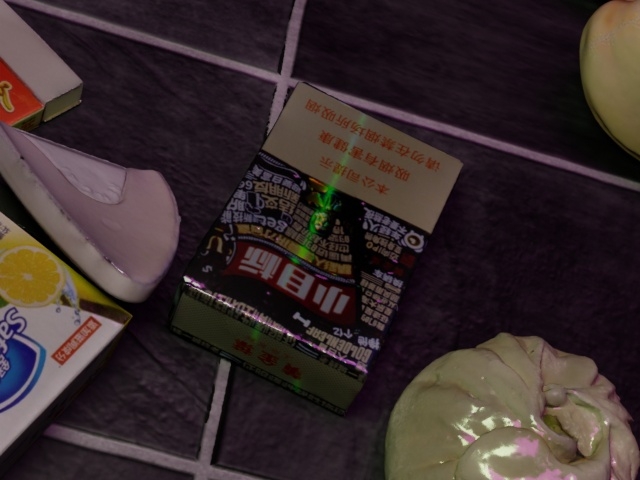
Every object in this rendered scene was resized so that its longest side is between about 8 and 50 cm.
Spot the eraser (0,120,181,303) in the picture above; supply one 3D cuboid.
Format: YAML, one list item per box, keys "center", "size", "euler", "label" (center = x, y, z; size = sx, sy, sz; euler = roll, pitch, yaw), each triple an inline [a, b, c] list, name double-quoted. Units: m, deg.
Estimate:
- center: [-0.211, -0.018, 1.406]
  size: [0.204, 0.059, 0.243]
  euler: [21, 25, -35]
  label: "eraser"

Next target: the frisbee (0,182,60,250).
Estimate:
- center: [-0.311, -0.031, 1.453]
  size: [0.187, 0.012, 0.211]
  euler: [25, 66, -16]
  label: "frisbee"

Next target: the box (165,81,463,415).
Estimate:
- center: [0.000, 0.000, 1.518]
  size: [0.198, 0.084, 0.310]
  euler: [27, 50, 0]
  label: "box"

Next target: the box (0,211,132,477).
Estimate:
- center: [-0.309, 0.117, 1.304]
  size: [0.168, 0.097, 0.265]
  euler: [39, 51, 6]
  label: "box"

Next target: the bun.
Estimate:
- center: [0.182, 0.199, 1.390]
  size: [0.259, 0.160, 0.259]
  euler: [8, 54, -11]
  label: "bun"

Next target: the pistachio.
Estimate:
- center: [0.447, -0.183, 1.734]
  size: [0.321, 0.229, 0.238]
  euler: [21, 91, -12]
  label: "pistachio"

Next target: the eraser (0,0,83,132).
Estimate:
- center: [-0.373, -0.151, 1.526]
  size: [0.157, 0.038, 0.230]
  euler: [45, 54, 15]
  label: "eraser"
